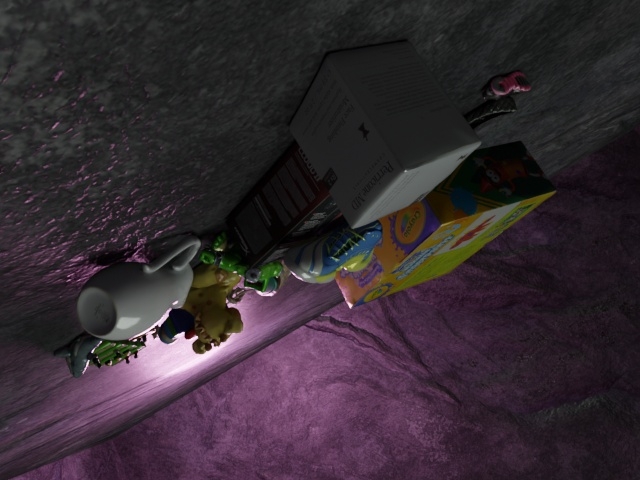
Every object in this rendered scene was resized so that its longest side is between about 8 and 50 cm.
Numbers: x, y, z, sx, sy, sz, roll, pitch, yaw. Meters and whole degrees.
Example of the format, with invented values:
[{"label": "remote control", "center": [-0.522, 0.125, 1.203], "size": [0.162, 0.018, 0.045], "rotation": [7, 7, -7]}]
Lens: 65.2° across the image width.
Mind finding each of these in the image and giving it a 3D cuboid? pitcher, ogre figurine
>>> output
[{"label": "pitcher", "center": [-0.298, 0.072, 0.857], "size": [0.177, 0.126, 0.207], "rotation": [-58, 168, 19]}, {"label": "ogre figurine", "center": [-0.145, 0.041, 1.001], "size": [0.096, 0.118, 0.197], "rotation": [-60, 164, -9]}]

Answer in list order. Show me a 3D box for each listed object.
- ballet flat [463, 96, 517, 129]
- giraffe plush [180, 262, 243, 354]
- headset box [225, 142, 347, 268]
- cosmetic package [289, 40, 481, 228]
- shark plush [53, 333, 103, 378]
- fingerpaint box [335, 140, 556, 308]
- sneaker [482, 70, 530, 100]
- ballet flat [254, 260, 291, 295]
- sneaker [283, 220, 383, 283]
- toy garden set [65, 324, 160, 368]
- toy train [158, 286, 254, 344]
[{"label": "ballet flat", "center": [0.360, -0.270, 1.131], "size": [0.173, 0.049, 0.057], "rotation": [-33, 166, 10]}, {"label": "giraffe plush", "center": [-0.238, 0.150, 1.115], "size": [0.210, 0.170, 0.181], "rotation": [-19, 163, -41]}, {"label": "headset box", "center": [0.002, -0.084, 0.903], "size": [0.218, 0.110, 0.293], "rotation": [-16, 161, -49]}, {"label": "cosmetic package", "center": [0.082, -0.145, 0.689], "size": [0.152, 0.183, 0.151], "rotation": [-22, 164, -32]}, {"label": "shark plush", "center": [-0.503, 0.240, 1.099], "size": [0.161, 0.067, 0.073], "rotation": [-34, 166, 14]}, {"label": "fingerpaint box", "center": [0.273, -0.032, 1.241], "size": [0.371, 0.163, 0.444], "rotation": [-16, 159, -29]}, {"label": "sneaker", "center": [0.384, -0.316, 1.041], "size": [0.120, 0.047, 0.057], "rotation": [-15, 168, -28]}, {"label": "ballet flat", "center": [-0.097, 0.048, 1.211], "size": [0.106, 0.107, 0.316], "rotation": [-32, 170, -27]}, {"label": "sneaker", "center": [0.034, -0.001, 0.897], "size": [0.240, 0.091, 0.126], "rotation": [-11, 139, -57]}, {"label": "toy garden set", "center": [-0.498, 0.279, 1.298], "size": [0.204, 0.049, 0.244], "rotation": [-29, 167, -5]}, {"label": "toy train", "center": [-0.296, 0.194, 1.310], "size": [0.248, 0.105, 0.143], "rotation": [-17, 164, -46]}]
